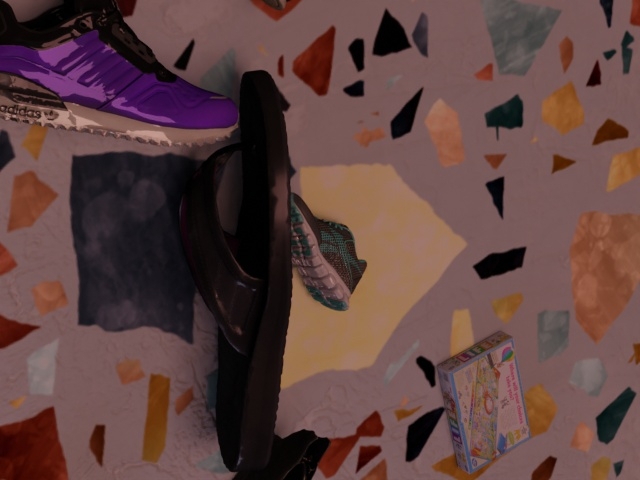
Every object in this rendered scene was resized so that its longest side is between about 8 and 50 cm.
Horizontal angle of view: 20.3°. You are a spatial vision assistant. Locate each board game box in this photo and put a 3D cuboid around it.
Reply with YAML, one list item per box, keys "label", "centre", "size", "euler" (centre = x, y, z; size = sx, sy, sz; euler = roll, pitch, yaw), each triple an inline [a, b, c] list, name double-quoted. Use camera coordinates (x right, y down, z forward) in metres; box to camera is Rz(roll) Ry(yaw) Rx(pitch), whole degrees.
- label: "board game box"
  centre: [0.207, 0.204, 2.245]
  size: [0.103, 0.026, 0.154]
  euler: [-26, 119, -25]

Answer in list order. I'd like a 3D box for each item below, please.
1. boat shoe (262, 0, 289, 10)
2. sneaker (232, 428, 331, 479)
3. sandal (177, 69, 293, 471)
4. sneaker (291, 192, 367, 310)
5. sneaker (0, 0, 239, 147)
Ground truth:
- label: "boat shoe"
  centre: [-0.077, -0.341, 1.828]
  size: [0.079, 0.084, 0.233]
  euler: [-38, 121, -17]
- label: "sneaker"
  centre: [-0.057, 0.286, 2.054]
  size: [0.051, 0.089, 0.170]
  euler: [32, 87, -37]
- label: "sandal"
  centre: [-0.097, 0.042, 1.907]
  size: [0.107, 0.167, 0.445]
  euler: [0, 107, -16]
- label: "sneaker"
  centre: [0.000, 0.000, 2.024]
  size: [0.076, 0.065, 0.166]
  euler: [-52, 132, -29]
- label: "sneaker"
  centre: [-0.208, -0.177, 1.767]
  size: [0.293, 0.102, 0.146]
  euler: [7, 97, -26]
